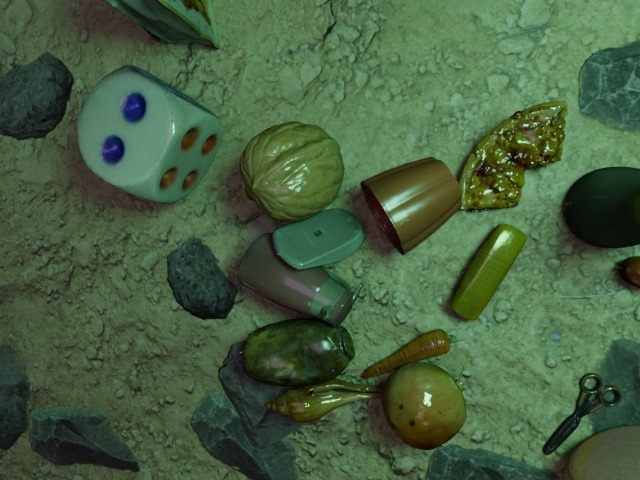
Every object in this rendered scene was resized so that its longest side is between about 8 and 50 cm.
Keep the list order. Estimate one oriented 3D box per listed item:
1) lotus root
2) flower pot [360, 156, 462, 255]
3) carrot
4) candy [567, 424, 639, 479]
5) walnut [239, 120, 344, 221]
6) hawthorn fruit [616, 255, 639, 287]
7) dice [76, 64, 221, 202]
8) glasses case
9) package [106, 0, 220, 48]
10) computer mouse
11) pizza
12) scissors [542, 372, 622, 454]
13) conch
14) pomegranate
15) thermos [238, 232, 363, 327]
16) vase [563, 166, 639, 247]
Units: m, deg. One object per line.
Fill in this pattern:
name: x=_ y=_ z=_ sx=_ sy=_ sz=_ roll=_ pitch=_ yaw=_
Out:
lotus root: x=-0.052 y=0.269 z=1.035 sx=0.275 sy=0.152 sz=0.159 roll=-10 pitch=74 yaw=20
flower pot: x=0.207 y=-0.088 z=0.943 sx=0.173 sy=0.190 sz=0.190 roll=-29 pitch=87 yaw=2
carrot: x=0.204 y=0.276 z=1.028 sx=0.257 sy=0.061 sz=0.061 roll=-27 pitch=87 yaw=19
candy: x=0.635 y=0.460 z=0.839 sx=0.256 sy=0.255 sz=0.094 roll=-26 pitch=87 yaw=14
walnut: x=-0.063 y=-0.155 z=0.962 sx=0.225 sy=0.261 sz=0.224 roll=19 pitch=122 yaw=33
hawthorn fruit: x=0.672 y=0.067 z=0.891 sx=0.077 sy=0.077 sz=0.077 roll=1 pitch=94 yaw=14
dice: x=-0.404 y=-0.252 z=1.036 sx=0.243 sy=0.259 sz=0.251 roll=32 pitch=99 yaw=7
glasses case: x=0.374 y=0.071 z=0.964 sx=0.079 sy=0.064 sz=0.234 roll=29 pitch=100 yaw=9
package: x=-0.387 y=-0.578 z=0.979 sx=0.165 sy=0.311 sz=0.221 roll=-10 pitch=92 yaw=12
computer mouse: x=0.000 y=0.000 z=0.997 sx=0.231 sy=0.079 sz=0.127 roll=-19 pitch=54 yaw=-24
pizza: x=0.419 y=-0.176 z=0.927 sx=0.161 sy=0.085 sz=0.305 roll=43 pitch=103 yaw=7
scissors: x=0.577 y=0.402 z=0.962 sx=0.088 sy=0.017 sz=0.220 roll=35 pitch=102 yaw=9
conch: x=0.022 y=0.384 z=1.068 sx=0.331 sy=0.093 sz=0.109 roll=-11 pitch=100 yaw=-5
pomegranate: x=0.232 y=0.366 z=0.959 sx=0.192 sy=0.191 sz=0.191 roll=1 pitch=94 yaw=14
thermos: x=-0.041 y=0.099 z=1.018 sx=0.265 sy=0.176 sz=0.145 roll=27 pitch=118 yaw=19
vase: x=0.582 y=-0.059 z=0.773 sx=0.174 sy=0.321 sz=0.173 roll=1 pitch=95 yaw=14
